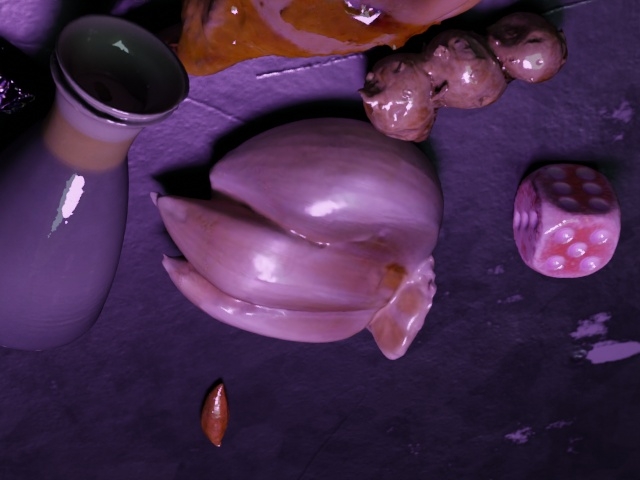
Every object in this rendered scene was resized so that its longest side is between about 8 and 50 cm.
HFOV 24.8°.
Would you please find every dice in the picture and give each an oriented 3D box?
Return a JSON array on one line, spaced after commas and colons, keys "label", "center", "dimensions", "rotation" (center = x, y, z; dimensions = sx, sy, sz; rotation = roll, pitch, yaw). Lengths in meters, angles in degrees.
[{"label": "dice", "center": [0.261, -0.021, 1.550], "dimensions": [0.094, 0.093, 0.091], "rotation": [1, 133, -13]}]

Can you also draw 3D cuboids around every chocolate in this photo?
[{"label": "chocolate", "center": [-0.327, -0.116, 1.356], "dimensions": [0.147, 0.072, 0.070], "rotation": [-35, 120, 13]}]

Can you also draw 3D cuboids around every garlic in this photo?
[{"label": "garlic", "center": [-0.001, 0.000, 1.496], "dimensions": [0.325, 0.132, 0.279], "rotation": [22, 116, -35]}]

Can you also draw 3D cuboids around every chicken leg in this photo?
[{"label": "chicken leg", "center": [-0.047, -0.261, 1.246], "dimensions": [0.409, 0.182, 0.295], "rotation": [-24, 125, 32]}]

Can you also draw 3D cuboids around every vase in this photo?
[{"label": "vase", "center": [-0.236, -0.054, 1.332], "dimensions": [0.173, 0.173, 0.321], "rotation": [12, 137, -22]}]

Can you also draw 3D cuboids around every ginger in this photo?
[{"label": "ginger", "center": [0.138, -0.162, 1.402], "dimensions": [0.204, 0.080, 0.104], "rotation": [-24, 139, 10]}]

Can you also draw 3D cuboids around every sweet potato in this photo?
[{"label": "sweet potato", "center": [-0.124, 0.205, 1.722], "dimensions": [0.034, 0.034, 0.095], "rotation": [0, 121, -12]}]
